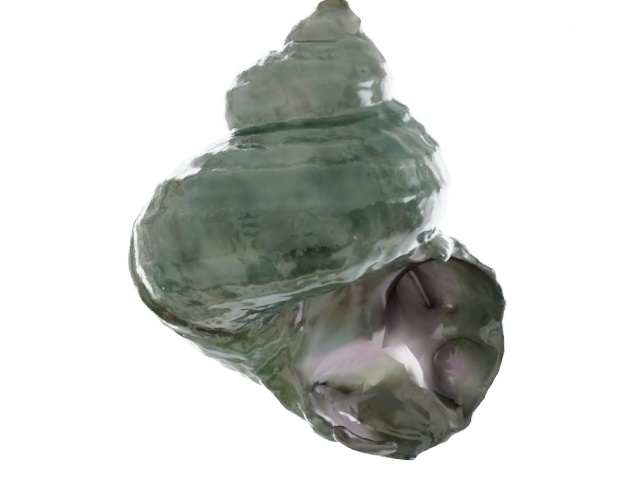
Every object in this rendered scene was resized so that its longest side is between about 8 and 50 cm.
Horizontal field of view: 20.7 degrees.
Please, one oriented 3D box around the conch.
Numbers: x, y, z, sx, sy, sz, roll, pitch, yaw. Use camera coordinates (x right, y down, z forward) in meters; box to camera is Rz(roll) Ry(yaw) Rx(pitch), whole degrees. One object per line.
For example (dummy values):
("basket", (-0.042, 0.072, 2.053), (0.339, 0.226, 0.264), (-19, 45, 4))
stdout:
("conch", (0.000, 0.000, 1.005), (0.220, 0.195, 0.277), (-3, -79, -3))
